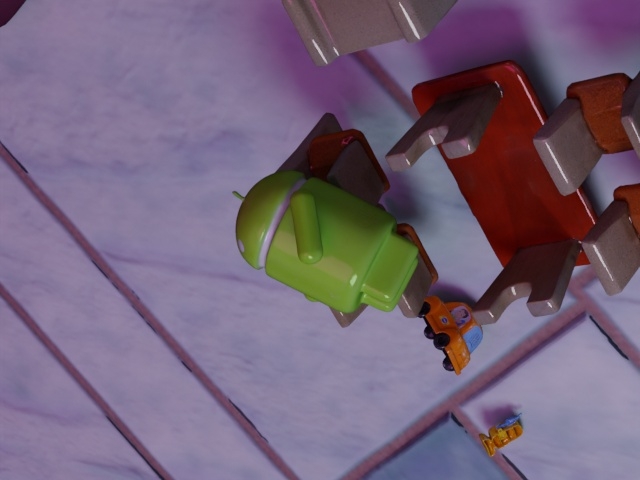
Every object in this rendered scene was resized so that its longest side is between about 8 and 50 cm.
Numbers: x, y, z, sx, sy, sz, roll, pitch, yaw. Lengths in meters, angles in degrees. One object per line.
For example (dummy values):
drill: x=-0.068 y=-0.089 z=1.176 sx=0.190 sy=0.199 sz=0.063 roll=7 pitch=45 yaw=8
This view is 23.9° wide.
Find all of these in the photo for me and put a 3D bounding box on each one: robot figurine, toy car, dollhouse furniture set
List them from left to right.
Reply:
robot figurine: x=0.000 y=0.000 z=0.909 sx=0.115 sy=0.067 sz=0.101 roll=26 pitch=168 yaw=9
toy car: x=0.108 y=0.088 z=1.065 sx=0.040 sy=0.060 sz=0.122 roll=-29 pitch=122 yaw=-1
dollhouse furniture set: x=0.094 y=-0.084 z=0.926 sx=0.262 sy=0.135 sz=0.259 roll=-10 pitch=121 yaw=39

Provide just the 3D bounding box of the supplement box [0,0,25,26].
supplement box: x=-0.307 y=-0.234 z=1.110 sx=0.188 sy=0.104 sz=0.081 roll=51 pitch=133 yaw=0
